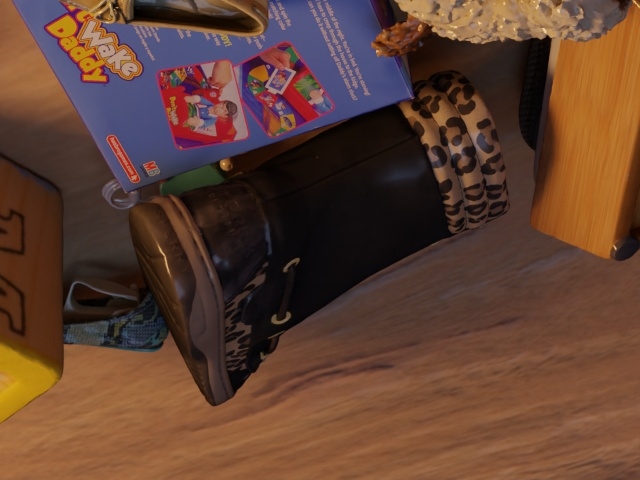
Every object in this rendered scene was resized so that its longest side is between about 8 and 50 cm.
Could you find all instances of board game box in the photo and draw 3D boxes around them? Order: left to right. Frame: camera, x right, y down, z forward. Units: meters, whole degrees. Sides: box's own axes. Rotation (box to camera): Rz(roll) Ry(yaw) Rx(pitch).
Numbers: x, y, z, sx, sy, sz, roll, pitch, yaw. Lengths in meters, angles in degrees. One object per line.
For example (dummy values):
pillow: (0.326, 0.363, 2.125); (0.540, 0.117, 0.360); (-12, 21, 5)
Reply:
board game box: (-0.101, -0.211, 1.335); (0.233, 0.078, 0.347); (-17, 131, 11)

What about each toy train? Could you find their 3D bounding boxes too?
toy train: (-0.112, -0.093, 1.530); (0.125, 0.046, 0.166); (10, 133, -17)

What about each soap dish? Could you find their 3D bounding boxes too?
soap dish: (0.285, -0.126, 1.447); (0.229, 0.118, 0.291); (-18, 141, -18)

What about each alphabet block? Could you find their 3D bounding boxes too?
alphabet block: (-0.331, 0.040, 1.530); (0.193, 0.197, 0.192); (30, 126, -35)

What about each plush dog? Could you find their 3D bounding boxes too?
plush dog: (0.066, -0.238, 1.246); (0.210, 0.262, 0.225); (-27, 127, 27)

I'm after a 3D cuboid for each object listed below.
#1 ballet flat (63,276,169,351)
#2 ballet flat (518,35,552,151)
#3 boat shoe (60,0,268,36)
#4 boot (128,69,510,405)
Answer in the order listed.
ballet flat: (-0.226, 0.060, 1.677); (0.188, 0.070, 0.070); (-1, 139, 0)
ballet flat: (0.195, -0.169, 1.486); (0.084, 0.058, 0.250); (-10, 137, -16)
boat shoe: (-0.110, -0.165, 1.289); (0.153, 0.048, 0.056); (9, 130, -13)
boot: (0.000, 0.000, 1.559); (0.284, 0.138, 0.377); (-26, 163, -6)
